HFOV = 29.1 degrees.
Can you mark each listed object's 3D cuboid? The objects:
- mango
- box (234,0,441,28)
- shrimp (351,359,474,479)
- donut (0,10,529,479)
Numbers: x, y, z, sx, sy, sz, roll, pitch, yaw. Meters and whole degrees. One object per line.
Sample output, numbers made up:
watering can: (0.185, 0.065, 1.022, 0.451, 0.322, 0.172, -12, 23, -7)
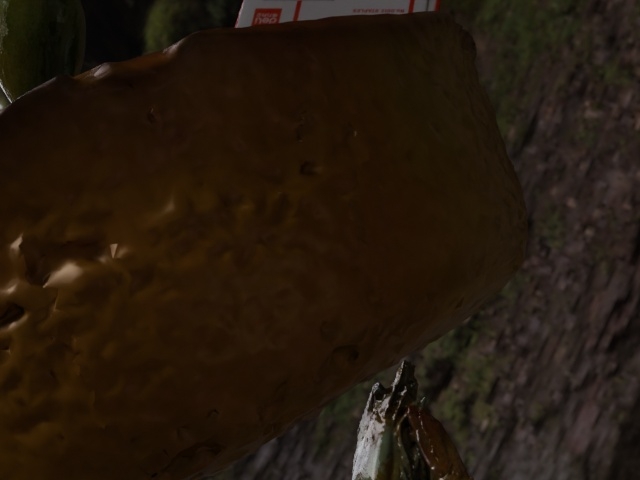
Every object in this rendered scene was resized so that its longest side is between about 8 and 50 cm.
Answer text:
mango: (-0.327, -0.223, 1.404, 0.085, 0.122, 0.191, -36, -38, -60)
box: (0.024, -0.255, 1.403, 0.050, 0.229, 0.123, 76, -159, -53)
shrimp: (0.080, 0.205, 1.060, 0.051, 0.115, 0.217, 76, -166, -57)
donut: (-0.050, 0.033, 0.673, 0.377, 0.163, 0.435, -27, -8, -10)
